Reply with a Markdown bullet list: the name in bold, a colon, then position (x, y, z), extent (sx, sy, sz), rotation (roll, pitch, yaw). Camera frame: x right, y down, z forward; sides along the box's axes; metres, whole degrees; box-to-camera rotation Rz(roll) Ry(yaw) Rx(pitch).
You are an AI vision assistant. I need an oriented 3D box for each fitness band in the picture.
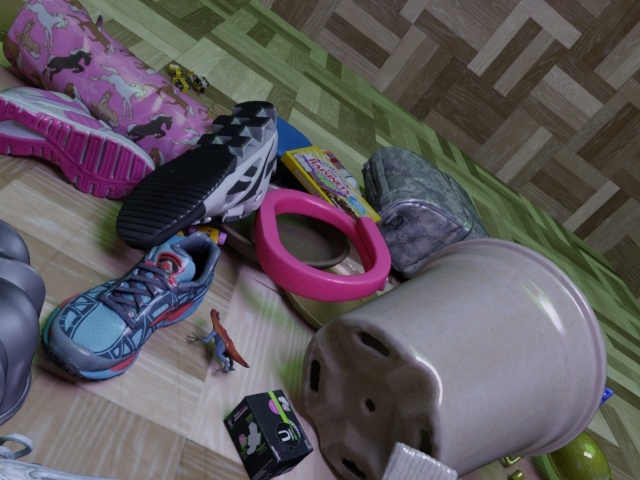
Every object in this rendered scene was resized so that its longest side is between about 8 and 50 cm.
- **fitness band**: position (0.000, 0.000, 0.869), extent (0.208, 0.054, 0.291), rotation (12, 27, -17)

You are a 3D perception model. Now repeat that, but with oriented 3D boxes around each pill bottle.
- **pill bottle**: position (0.032, -0.137, 1.299), extent (0.152, 0.086, 0.086), rotation (51, 28, 21)

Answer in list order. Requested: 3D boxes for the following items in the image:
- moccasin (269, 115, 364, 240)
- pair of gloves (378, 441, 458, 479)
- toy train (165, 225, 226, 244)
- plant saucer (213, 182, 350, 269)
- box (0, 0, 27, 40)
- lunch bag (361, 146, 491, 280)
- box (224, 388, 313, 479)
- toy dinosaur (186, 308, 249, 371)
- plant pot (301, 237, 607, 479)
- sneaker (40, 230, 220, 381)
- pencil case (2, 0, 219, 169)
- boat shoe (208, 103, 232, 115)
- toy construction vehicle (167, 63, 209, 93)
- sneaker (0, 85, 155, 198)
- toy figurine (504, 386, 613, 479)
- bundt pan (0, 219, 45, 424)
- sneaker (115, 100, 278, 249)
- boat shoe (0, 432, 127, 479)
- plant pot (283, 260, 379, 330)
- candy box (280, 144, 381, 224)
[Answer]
- **moccasin**: position (-0.052, -0.124, 1.145), extent (0.342, 0.117, 0.137), rotation (49, 39, 10)
- **pair of gloves**: position (0.125, 0.344, 0.534), extent (0.240, 0.204, 0.042), rotation (35, -7, 0)
- **toy train**: position (-0.216, -0.010, 0.822), extent (0.125, 0.046, 0.166), rotation (32, 27, 8)
- **plant saucer**: position (-0.079, -0.027, 0.974), extent (0.277, 0.041, 0.278), rotation (21, 25, -10)
- **box**: position (-0.537, -0.406, 1.056), extent (0.201, 0.021, 0.164), rotation (7, 40, -47)
- **lunch bag**: position (0.214, -0.062, 1.246), extent (0.256, 0.212, 0.305), rotation (42, 24, -23)
- **box**: position (-0.060, 0.224, 0.635), extent (0.062, 0.052, 0.083), rotation (6, 43, -50)
- **toy dinosaur**: position (-0.121, 0.125, 0.701), extent (0.047, 0.090, 0.082), rotation (22, 59, -62)
- **plant pot**: position (0.154, 0.179, 0.740), extent (0.305, 0.334, 0.334), rotation (-10, 53, -43)
- **sneaker**: position (-0.205, 0.054, 0.633), extent (0.104, 0.125, 0.262), rotation (39, 26, 2)
- **pencil case**: position (-0.326, -0.244, 0.925), extent (0.386, 0.167, 0.160), rotation (39, -9, -1)
- **boat shoe**: position (-0.167, -0.256, 1.242), extent (0.190, 0.072, 0.068), rotation (40, 26, 2)
- **toy construction vehicle**: position (-0.314, -0.373, 1.291), extent (0.085, 0.035, 0.098), rotation (-9, 50, -44)
- **sneaker**: position (-0.355, -0.154, 0.796), extent (0.252, 0.103, 0.111), rotation (28, 30, -24)
- **toy figurine**: position (0.381, 0.227, 0.923), extent (0.191, 0.217, 0.363), rotation (-4, 50, -16)
- **bundt pan**: position (-0.380, 0.040, 0.430), extent (0.330, 0.124, 0.331), rotation (30, 28, -18)
- **sneaker**: position (-0.151, -0.067, 0.808), extent (0.122, 0.146, 0.331), rotation (14, 44, 27)
- **boat shoe**: position (-0.191, 0.217, 0.411), extent (0.320, 0.118, 0.103), rotation (28, 22, -30)
- **plant pot**: position (0.019, 0.096, 0.969), extent (0.236, 0.032, 0.236), rotation (30, 27, -17)
- **candy box**: position (0.021, -0.099, 1.061), extent (0.206, 0.027, 0.105), rotation (50, 35, 13)
